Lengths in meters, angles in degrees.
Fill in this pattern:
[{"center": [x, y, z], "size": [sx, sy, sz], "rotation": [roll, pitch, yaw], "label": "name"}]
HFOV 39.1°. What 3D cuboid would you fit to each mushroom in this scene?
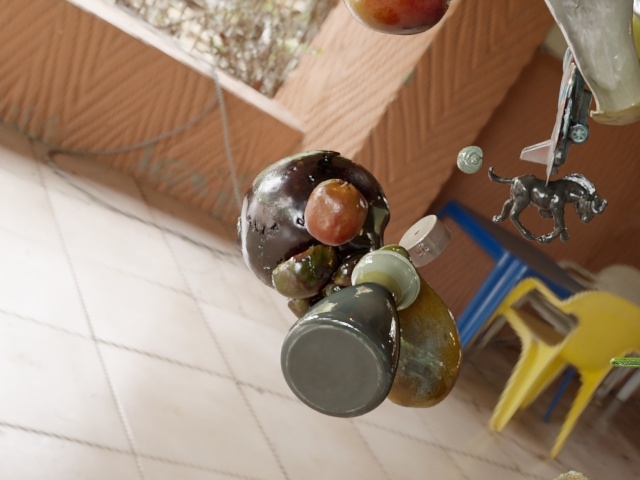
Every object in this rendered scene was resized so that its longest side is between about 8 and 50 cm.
[{"center": [0.451, -0.339, 1.442], "size": [0.329, 0.122, 0.159], "rotation": [67, -11, -10], "label": "mushroom"}]

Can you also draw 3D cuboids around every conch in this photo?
[{"center": [0.380, -0.210, 2.328], "size": [0.056, 0.076, 0.085], "rotation": [15, -9, -34], "label": "conch"}]

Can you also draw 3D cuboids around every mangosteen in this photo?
[{"center": [-0.022, -0.008, 2.150], "size": [0.381, 0.381, 0.421], "rotation": [26, 59, -32], "label": "mangosteen"}]

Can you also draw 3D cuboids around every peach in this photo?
[{"center": [0.190, -0.589, 2.039], "size": [0.245, 0.248, 0.274], "rotation": [48, -22, -3], "label": "peach"}]

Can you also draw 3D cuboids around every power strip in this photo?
[{"center": [0.309, 0.003, 2.664], "size": [0.078, 0.154, 0.154], "rotation": [46, 9, -16], "label": "power strip"}]

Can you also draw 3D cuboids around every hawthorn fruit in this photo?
[{"center": [0.029, -0.051, 1.620], "size": [0.128, 0.128, 0.128], "rotation": [32, 13, -8], "label": "hawthorn fruit"}]

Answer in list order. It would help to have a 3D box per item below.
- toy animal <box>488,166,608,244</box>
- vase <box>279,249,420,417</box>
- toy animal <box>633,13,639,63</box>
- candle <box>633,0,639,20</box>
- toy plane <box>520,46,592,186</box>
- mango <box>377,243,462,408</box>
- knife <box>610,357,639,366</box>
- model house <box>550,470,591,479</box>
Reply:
[{"center": [0.434, -0.075, 1.760], "size": [0.232, 0.148, 0.084], "rotation": [17, 18, 13], "label": "toy animal"}, {"center": [0.064, 0.128, 1.435], "size": [0.173, 0.173, 0.321], "rotation": [34, 28, 2], "label": "vase"}, {"center": [0.748, -0.519, 2.019], "size": [0.191, 0.338, 0.216], "rotation": [11, 47, -22], "label": "toy animal"}, {"center": [0.582, -0.425, 1.514], "size": [0.068, 0.169, 0.192], "rotation": [31, -18, -38], "label": "candle"}, {"center": [0.486, -0.267, 1.732], "size": [0.104, 0.326, 0.223], "rotation": [23, 18, 10], "label": "toy plane"}, {"center": [0.156, 0.164, 1.680], "size": [0.146, 0.192, 0.316], "rotation": [-132, -157, -78], "label": "mango"}, {"center": [0.680, 0.246, 1.816], "size": [0.184, 0.022, 0.026], "rotation": [-1, 21, 22], "label": "knife"}, {"center": [0.441, 0.576, 1.543], "size": [0.267, 0.194, 0.325], "rotation": [-19, 12, -19], "label": "model house"}]
